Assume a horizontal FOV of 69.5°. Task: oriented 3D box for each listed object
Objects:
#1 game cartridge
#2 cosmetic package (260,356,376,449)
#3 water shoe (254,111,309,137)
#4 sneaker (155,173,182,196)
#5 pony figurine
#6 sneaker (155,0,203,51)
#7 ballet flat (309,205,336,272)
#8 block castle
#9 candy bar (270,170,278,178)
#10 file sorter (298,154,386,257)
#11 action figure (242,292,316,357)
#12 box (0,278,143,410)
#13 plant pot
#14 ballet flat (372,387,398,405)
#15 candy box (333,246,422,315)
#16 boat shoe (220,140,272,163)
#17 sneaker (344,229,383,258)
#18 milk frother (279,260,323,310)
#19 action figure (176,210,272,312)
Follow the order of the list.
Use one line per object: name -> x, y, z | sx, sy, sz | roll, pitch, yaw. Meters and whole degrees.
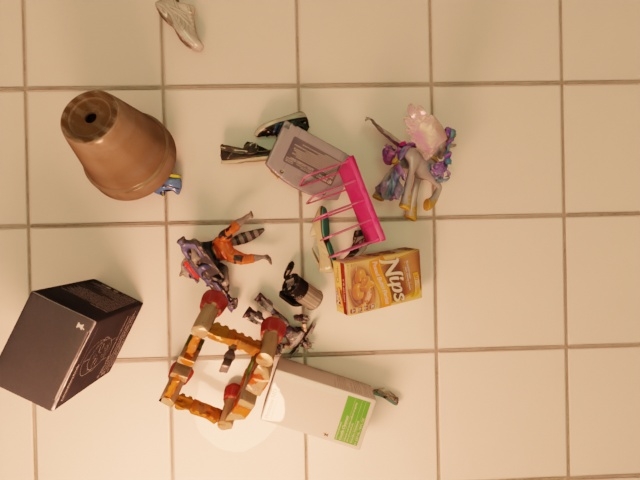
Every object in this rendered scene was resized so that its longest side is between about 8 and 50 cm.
game cartridge -> -0.039, -0.272, 1.658 | 0.297, 0.062, 0.198 | 26, 93, -19
cosmetic package -> -0.010, 0.577, 1.651 | 0.365, 0.155, 0.197 | 17, 92, -3
water shoe -> -0.139, -0.402, 1.680 | 0.203, 0.073, 0.080 | -21, 93, -1
sneaker -> -0.608, -0.203, 1.668 | 0.209, 0.069, 0.082 | 3, 94, -2
pony figurine -> 0.324, -0.288, 1.623 | 0.350, 0.302, 0.364 | 26, 86, -34
sneaker -> -0.485, -0.790, 1.660 | 0.115, 0.090, 0.232 | -39, 92, -5
ballet flat -> 0.000, 0.000, 1.688 | 0.086, 0.086, 0.249 | -11, 92, -2
block castle -> -0.324, 0.397, 1.546 | 0.302, 0.213, 0.454 | 25, 121, -8
candy bar -> -0.119, -0.302, 1.708 | 0.040, 0.018, 0.161 | 42, 90, -2
file sorter -> 0.063, -0.100, 1.554 | 0.182, 0.202, 0.291 | -21, 89, -8
action figure -> -0.140, 0.317, 1.674 | 0.285, 0.099, 0.185 | 36, 84, -5
box -> -0.798, 0.315, 1.502 | 0.211, 0.395, 0.294 | 26, 89, -2
plant pot -> -0.680, -0.329, 1.516 | 0.322, 0.280, 0.324 | -2, 73, 5
ballet flat -> 0.241, 0.573, 1.720 | 0.114, 0.041, 0.041 | 27, 90, -2
candy box -> 0.204, 0.137, 1.619 | 0.316, 0.087, 0.183 | -9, 99, -26
boat shoe -> -0.248, -0.321, 1.670 | 0.232, 0.084, 0.079 | -4, 95, 0
sneaker -> 0.144, 0.002, 1.700 | 0.077, 0.072, 0.178 | 43, 77, 3
milk frother -> -0.072, 0.162, 1.679 | 0.134, 0.129, 0.143 | 40, 55, -35
action figure -> -0.344, 0.077, 1.664 | 0.329, 0.179, 0.342 | -19, 118, 5
